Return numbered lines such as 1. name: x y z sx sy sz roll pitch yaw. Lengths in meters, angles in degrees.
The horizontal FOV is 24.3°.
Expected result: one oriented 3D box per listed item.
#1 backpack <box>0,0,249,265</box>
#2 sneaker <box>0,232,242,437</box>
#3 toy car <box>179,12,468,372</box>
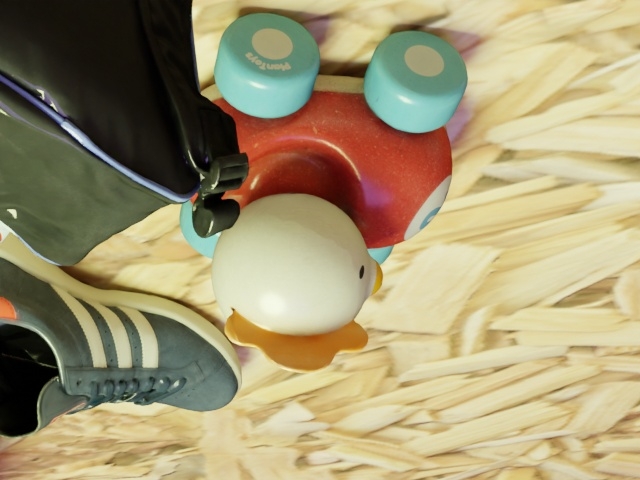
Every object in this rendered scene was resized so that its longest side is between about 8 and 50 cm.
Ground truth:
1. backpack: -0.183 -0.141 0.840 0.213 0.263 0.276 -19 138 29
2. sneaker: -0.213 0.115 1.294 0.350 0.148 0.131 26 135 -35
3. toy car: 0.000 0.000 1.074 0.210 0.238 0.219 5 144 -13
